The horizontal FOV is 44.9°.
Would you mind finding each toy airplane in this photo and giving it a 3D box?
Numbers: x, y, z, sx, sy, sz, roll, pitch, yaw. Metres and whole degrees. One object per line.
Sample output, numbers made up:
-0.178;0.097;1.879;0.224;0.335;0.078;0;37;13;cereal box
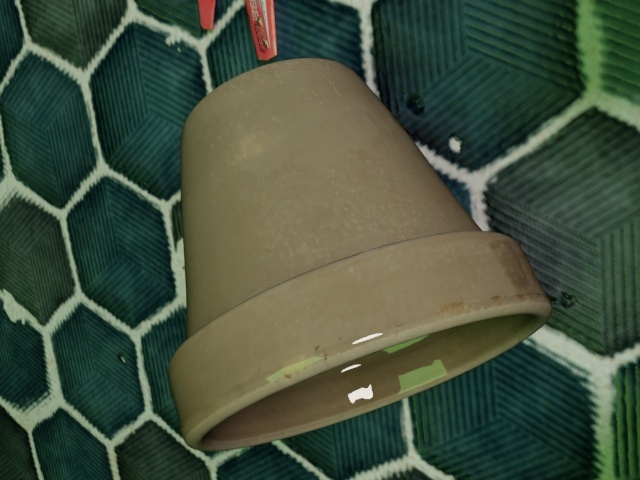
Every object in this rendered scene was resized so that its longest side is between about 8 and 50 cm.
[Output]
-0.071;-0.221;0.656;0.151;0.028;0.151;11;110;34;toy airplane

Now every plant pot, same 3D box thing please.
0.000;0.000;0.562;0.263;0.263;0.229;-35;66;38;plant pot
